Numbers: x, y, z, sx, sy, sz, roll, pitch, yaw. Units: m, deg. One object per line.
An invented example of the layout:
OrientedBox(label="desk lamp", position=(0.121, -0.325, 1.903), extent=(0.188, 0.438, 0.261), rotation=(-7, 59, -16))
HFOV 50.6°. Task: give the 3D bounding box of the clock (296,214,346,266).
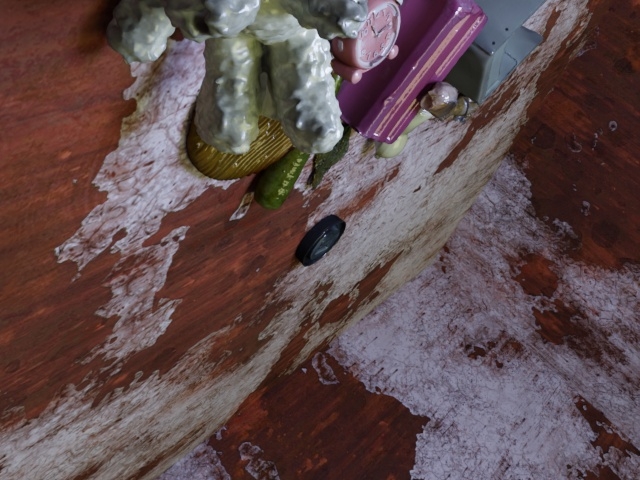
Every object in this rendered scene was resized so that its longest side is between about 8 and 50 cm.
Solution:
OrientedBox(label="clock", position=(0.000, 0.000, 2.038), extent=(0.184, 0.040, 0.184), rotation=(-42, 163, -16))

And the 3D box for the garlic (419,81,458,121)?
OrientedBox(label="garlic", position=(0.274, -0.322, 1.545), extent=(0.084, 0.066, 0.152), rotation=(-24, 172, 21))

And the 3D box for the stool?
OrientedBox(label="stool", position=(0.430, -0.525, 1.687), extent=(0.270, 0.170, 0.243), rotation=(-45, 164, -9))

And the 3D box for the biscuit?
OrientedBox(label="biscuit", position=(-0.102, -0.228, 1.221), extent=(0.318, 0.040, 0.318), rotation=(-35, 158, -17))

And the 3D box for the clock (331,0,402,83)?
OrientedBox(label="clock", position=(0.079, -0.401, 1.264), extent=(0.166, 0.093, 0.162), rotation=(-38, 152, -28))

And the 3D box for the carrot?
OrientedBox(label="carrot", position=(-0.041, -0.216, 1.412), extent=(0.074, 0.074, 0.358), rotation=(-19, 144, -58))

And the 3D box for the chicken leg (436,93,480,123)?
OrientedBox(label="chicken leg", position=(0.437, -0.417, 2.116), extent=(0.125, 0.080, 0.196), rotation=(-43, 167, 33))

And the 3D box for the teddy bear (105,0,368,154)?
OrientedBox(label="teddy bear", position=(-0.109, -0.244, 0.778), extent=(0.362, 0.327, 0.375), rotation=(-66, 157, -66))

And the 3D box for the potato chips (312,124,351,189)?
OrientedBox(label="potato chips", position=(0.025, -0.211, 1.656), extent=(0.209, 0.026, 0.142), rotation=(-54, 160, 19))

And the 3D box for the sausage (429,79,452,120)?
OrientedBox(label="sausage", position=(0.349, -0.418, 1.951), extent=(0.047, 0.040, 0.177), rotation=(-39, 163, -47))

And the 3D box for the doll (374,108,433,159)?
OrientedBox(label="doll", position=(0.209, -0.315, 1.741), extent=(0.296, 0.117, 0.141), rotation=(-48, -162, 41))

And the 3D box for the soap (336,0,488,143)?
OrientedBox(label="soap", position=(0.196, -0.391, 1.487), extent=(0.359, 0.128, 0.233), rotation=(-52, 164, 17))
